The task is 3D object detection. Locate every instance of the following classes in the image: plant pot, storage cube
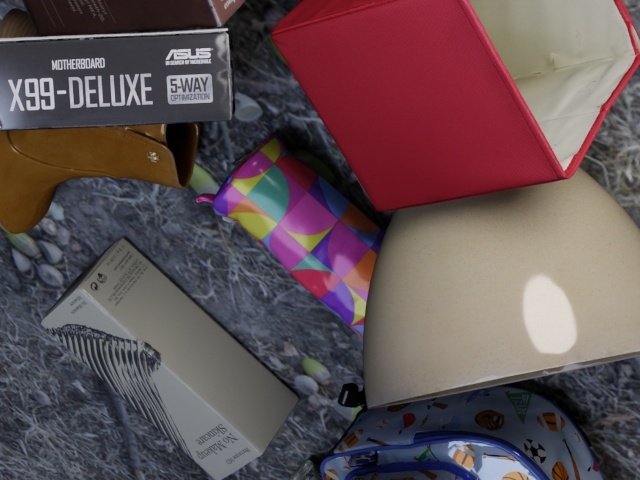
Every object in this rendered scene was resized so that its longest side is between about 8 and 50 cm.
[{"bbox_3d":[0.161,0.026,1.496,0.284,0.284,0.191,-18,80,43],"label":"plant pot"},{"bbox_3d":[0.112,-0.161,1.380,0.193,0.184,0.215,-10,123,42],"label":"storage cube"}]

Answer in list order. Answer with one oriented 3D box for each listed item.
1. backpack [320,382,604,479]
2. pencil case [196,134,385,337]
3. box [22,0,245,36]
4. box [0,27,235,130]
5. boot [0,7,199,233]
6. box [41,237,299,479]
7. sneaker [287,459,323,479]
[{"bbox_3d":[0.153,0.271,1.757,0.263,0.213,0.276,-21,112,33],"label":"backpack"},{"bbox_3d":[0.000,0.000,1.674,0.236,0.104,0.104,41,139,-5],"label":"pencil case"},{"bbox_3d":[-0.153,-0.286,1.450,0.203,0.168,0.167,2,128,34],"label":"box"},{"bbox_3d":[-0.194,-0.136,1.472,0.242,0.307,0.076,-2,96,-1],"label":"box"},{"bbox_3d":[-0.229,-0.086,1.743,0.211,0.104,0.295,23,134,14],"label":"boot"},{"bbox_3d":[-0.167,0.134,1.916,0.275,0.094,0.113,43,139,-7],"label":"box"},{"bbox_3d":[0.028,0.344,1.886,0.146,0.293,0.102,38,100,-11],"label":"sneaker"}]
